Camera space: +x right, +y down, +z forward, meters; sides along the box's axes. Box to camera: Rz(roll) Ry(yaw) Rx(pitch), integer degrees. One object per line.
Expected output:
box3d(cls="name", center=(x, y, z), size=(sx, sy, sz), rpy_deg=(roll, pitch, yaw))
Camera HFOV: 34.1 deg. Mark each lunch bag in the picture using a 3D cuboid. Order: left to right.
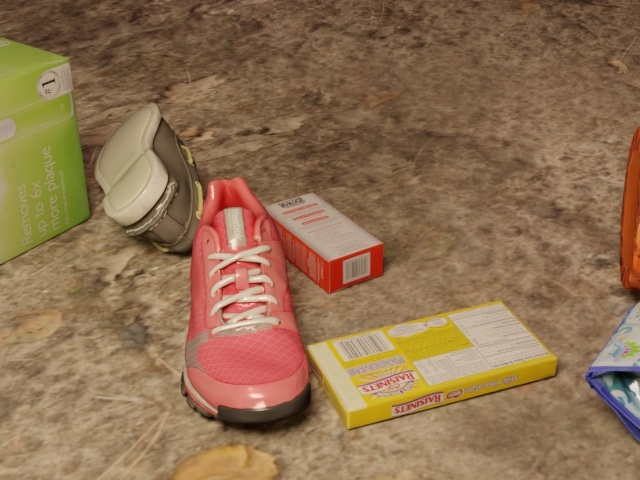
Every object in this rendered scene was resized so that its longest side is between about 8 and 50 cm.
box3d(cls="lunch bag", center=(0.314, 0.114, 0.877), size=(0.151, 0.096, 0.129), rpy_deg=(26, 39, 24))

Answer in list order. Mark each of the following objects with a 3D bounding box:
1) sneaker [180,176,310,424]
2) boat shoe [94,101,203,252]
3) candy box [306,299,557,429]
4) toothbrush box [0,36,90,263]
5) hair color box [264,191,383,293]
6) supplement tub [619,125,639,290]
box3d(cls="sneaker", center=(-0.082, 0.045, 0.970), size=(0.116, 0.136, 0.314), rpy_deg=(-7, 30, -8))
box3d(cls="boat shoe", center=(-0.198, -0.076, 1.234), size=(0.109, 0.091, 0.305), rpy_deg=(-45, 26, 9))
box3d(cls="candy box", center=(0.101, 0.110, 0.959), size=(0.206, 0.027, 0.105), rpy_deg=(-11, 34, -17))
box3d(cls="toothbrush box", center=(-0.400, -0.074, 1.119), size=(0.122, 0.206, 0.283), rpy_deg=(21, 36, 33))
box3d(cls="hair color box", center=(0.000, 0.000, 1.139), size=(0.072, 0.043, 0.141), rpy_deg=(-18, 35, -27))
box3d(cls="supplement tub", center=(0.468, -0.019, 0.993), size=(0.338, 0.207, 0.207), rpy_deg=(5, 30, 11))
